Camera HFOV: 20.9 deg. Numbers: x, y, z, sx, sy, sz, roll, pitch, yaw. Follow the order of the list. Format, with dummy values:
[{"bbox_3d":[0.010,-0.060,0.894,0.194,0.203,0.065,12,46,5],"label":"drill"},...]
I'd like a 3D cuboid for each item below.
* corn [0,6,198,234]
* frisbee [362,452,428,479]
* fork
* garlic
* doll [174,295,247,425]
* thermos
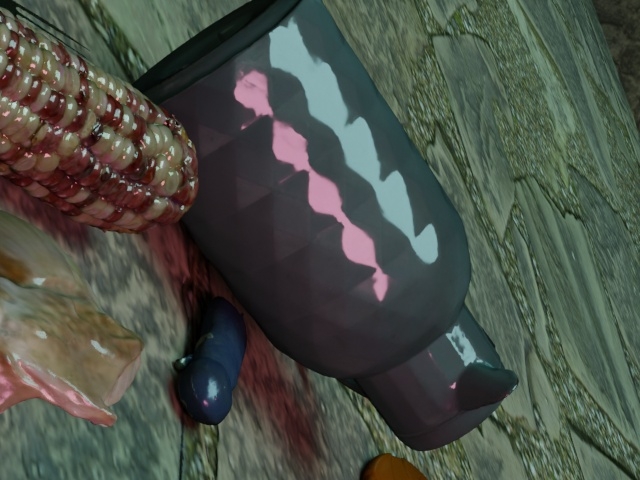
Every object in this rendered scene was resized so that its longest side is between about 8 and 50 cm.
[{"bbox_3d":[-0.142,-0.067,0.846,0.237,0.079,0.079,39,32,-55],"label":"corn"},{"bbox_3d":[0.085,0.233,1.188,0.192,0.035,0.192,53,22,-34],"label":"frisbee"},{"bbox_3d":[-0.197,-0.178,0.883,0.235,0.021,0.039,52,-16,2],"label":"fork"},{"bbox_3d":[-0.146,0.044,0.685,0.124,0.099,0.174,42,18,-9],"label":"garlic"},{"bbox_3d":[-0.060,0.067,0.998,0.037,0.027,0.125,61,15,-18],"label":"doll"},{"bbox_3d":[0.000,0.000,1.059,0.145,0.182,0.286,-41,107,-27],"label":"thermos"}]
